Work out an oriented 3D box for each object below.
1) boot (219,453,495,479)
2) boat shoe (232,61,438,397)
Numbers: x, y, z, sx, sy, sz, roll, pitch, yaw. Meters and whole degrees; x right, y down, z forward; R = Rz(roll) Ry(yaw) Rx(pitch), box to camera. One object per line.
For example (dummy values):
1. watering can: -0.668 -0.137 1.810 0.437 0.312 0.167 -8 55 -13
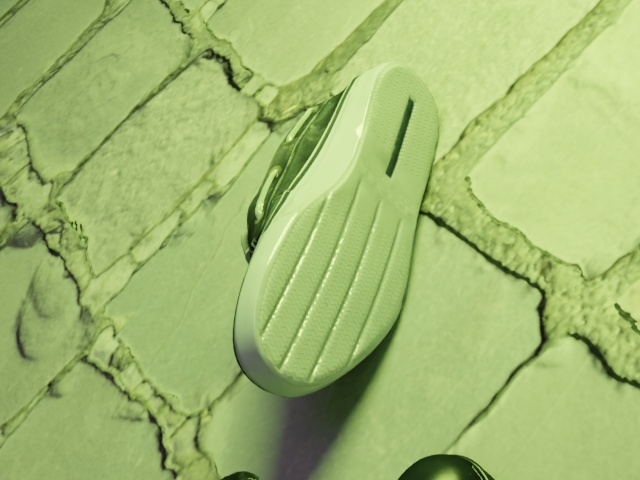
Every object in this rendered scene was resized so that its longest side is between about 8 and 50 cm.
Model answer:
1. boot: 0.014 0.190 1.047 0.094 0.207 0.246 -17 42 36
2. boat shoe: 0.000 0.000 1.371 0.119 0.121 0.335 -25 27 41
